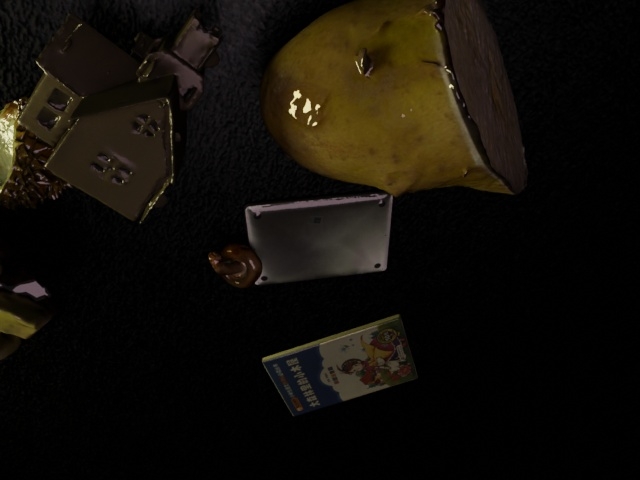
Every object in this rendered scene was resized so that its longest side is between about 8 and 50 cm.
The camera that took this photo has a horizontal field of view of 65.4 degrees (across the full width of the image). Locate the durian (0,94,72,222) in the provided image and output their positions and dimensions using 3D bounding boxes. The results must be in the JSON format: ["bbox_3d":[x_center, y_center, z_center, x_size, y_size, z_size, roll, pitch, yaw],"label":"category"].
[{"bbox_3d":[-0.455,-0.105,0.728,0.139,0.144,0.252,44,114,-9],"label":"durian"}]

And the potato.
[{"bbox_3d":[0.107,-0.194,0.733,0.296,0.289,0.397,-9,173,30],"label":"potato"}]

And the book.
[{"bbox_3d":[0.054,0.298,1.154,0.323,0.018,0.228,-19,125,2],"label":"book"}]

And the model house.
[{"bbox_3d":[-0.234,-0.198,0.633,0.204,0.211,0.243,34,115,-31],"label":"model house"}]

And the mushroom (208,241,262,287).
[{"bbox_3d":[-0.153,0.037,0.892,0.088,0.072,0.129,16,163,23],"label":"mushroom"}]

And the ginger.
[{"bbox_3d":[-0.601,0.103,0.720,0.414,0.211,0.358,1,134,22],"label":"ginger"}]

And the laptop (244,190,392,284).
[{"bbox_3d":[0.000,0.000,0.937,0.270,0.015,0.187,-6,126,-6],"label":"laptop"}]
